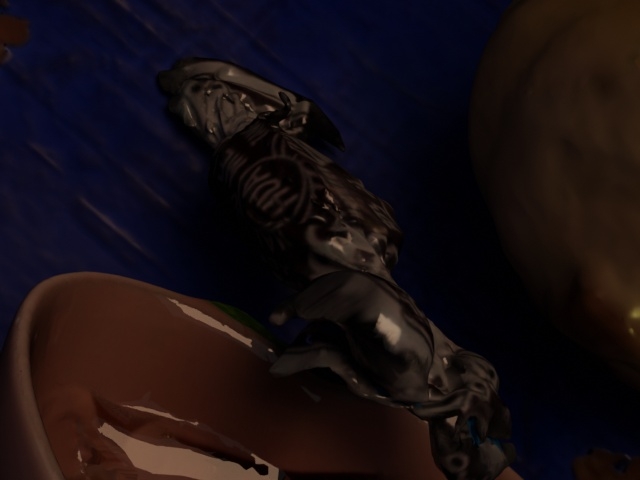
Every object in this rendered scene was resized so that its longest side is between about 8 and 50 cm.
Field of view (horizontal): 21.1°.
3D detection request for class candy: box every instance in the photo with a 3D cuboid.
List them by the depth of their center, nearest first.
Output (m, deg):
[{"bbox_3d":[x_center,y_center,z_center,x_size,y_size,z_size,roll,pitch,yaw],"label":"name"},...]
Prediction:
[{"bbox_3d":[0.000,0.000,0.604,0.094,0.051,0.226,31,19,-39],"label":"candy"}]

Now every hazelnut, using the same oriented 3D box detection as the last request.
[{"bbox_3d":[0.197,-0.043,0.654,0.261,0.261,0.241,-10,35,-34],"label":"hazelnut"}]

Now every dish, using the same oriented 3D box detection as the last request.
[{"bbox_3d":[-0.019,0.107,0.522,0.213,0.090,0.213,28,19,-10],"label":"dish"}]
